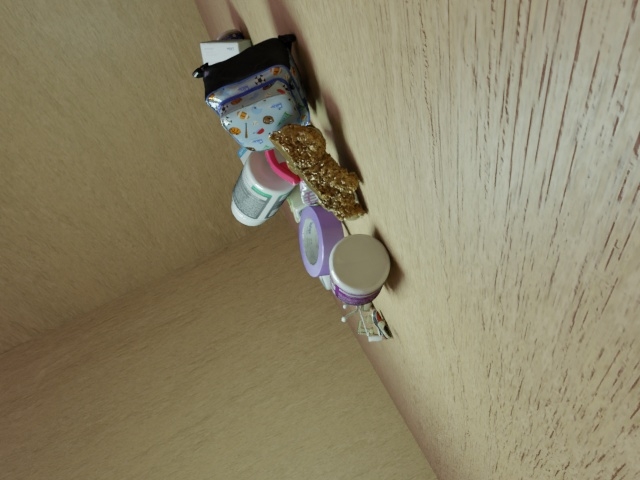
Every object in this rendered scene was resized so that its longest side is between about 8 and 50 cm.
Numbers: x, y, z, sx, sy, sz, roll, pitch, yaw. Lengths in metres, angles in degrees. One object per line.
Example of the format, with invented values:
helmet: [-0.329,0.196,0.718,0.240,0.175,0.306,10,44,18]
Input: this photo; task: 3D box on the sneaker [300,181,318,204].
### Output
sneaker: [-0.045,-0.234,1.573,0.236,0.095,0.104,80,169,-48]

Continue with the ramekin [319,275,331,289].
ramekin: [0.036,0.099,2.021,0.277,0.135,0.277,62,174,12]

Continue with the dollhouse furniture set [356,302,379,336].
dollhouse furniture set: [0.236,0.339,1.857,0.144,0.123,0.151,105,173,-80]

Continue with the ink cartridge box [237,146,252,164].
ink cartridge box: [-0.260,-0.381,2.093,0.171,0.168,0.232,25,-151,-52]

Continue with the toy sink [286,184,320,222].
toy sink: [-0.072,-0.171,1.824,0.234,0.131,0.152,61,174,19]

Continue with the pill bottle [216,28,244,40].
pill bottle: [-0.333,-0.740,1.738,0.186,0.112,0.112,64,174,-1]

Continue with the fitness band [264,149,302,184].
fitness band: [-0.111,-0.305,1.421,0.291,0.054,0.208,38,141,46]

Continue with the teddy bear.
teddy bear: [0.008,-0.182,1.146,0.338,0.113,0.245,49,174,-21]

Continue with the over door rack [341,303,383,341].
over door rack: [0.130,0.223,1.685,0.324,0.108,0.239,-132,30,-68]

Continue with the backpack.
backpack: [-0.148,-0.364,1.140,0.263,0.277,0.213,39,-140,-67]

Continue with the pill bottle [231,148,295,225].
pill bottle: [-0.237,-0.202,1.711,0.204,0.204,0.361,63,150,9]

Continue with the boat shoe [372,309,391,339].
boat shoe: [0.245,0.337,1.717,0.043,0.049,0.136,-10,110,39]

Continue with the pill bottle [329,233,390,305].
pill bottle: [0.109,0.103,1.283,0.169,0.169,0.301,62,173,18]

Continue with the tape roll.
tape roll: [0.000,0.000,1.654,0.275,0.090,0.274,175,90,-69]

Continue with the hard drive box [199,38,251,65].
hard drive box: [-0.351,-0.649,1.664,0.181,0.089,0.232,11,124,24]
